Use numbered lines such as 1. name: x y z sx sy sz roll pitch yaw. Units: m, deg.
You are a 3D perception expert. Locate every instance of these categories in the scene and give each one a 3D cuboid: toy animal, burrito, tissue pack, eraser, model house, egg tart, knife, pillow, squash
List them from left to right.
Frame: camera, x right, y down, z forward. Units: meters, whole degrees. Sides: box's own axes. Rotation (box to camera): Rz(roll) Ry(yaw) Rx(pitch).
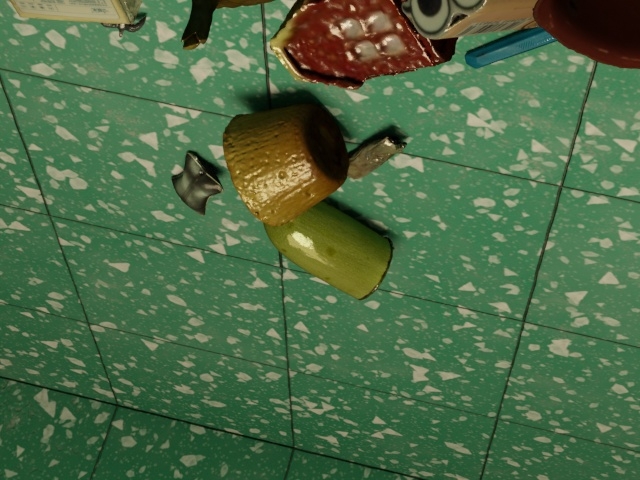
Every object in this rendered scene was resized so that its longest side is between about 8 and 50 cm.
1. tissue pack: -0.375 -0.398 1.961 0.196 0.092 0.148 8 149 18
2. toy animal: -0.315 -0.344 2.087 0.084 0.028 0.050 10 149 7
3. pillow: -0.229 -0.102 2.433 0.091 0.055 0.136 27 148 -13
4. egg tart: -0.046 -0.137 2.168 0.147 0.202 0.202 -21 136 28
5. squash: 0.000 0.000 2.414 0.247 0.132 0.132 28 149 -21
6. model house: 0.056 -0.318 1.754 0.254 0.196 0.160 -9 131 34
7. burrito: 0.086 -0.142 2.216 0.051 0.042 0.171 18 154 -23
8. eraser: 0.260 -0.313 1.618 0.290 0.087 0.171 -13 173 -36
9. knife: 0.315 -0.294 1.854 0.044 0.026 0.296 39 147 -30

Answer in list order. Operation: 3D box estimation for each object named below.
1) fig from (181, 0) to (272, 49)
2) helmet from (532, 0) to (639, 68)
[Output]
1. fig: -0.130 -0.372 1.613 0.286 0.368 0.286 11 140 9
2. helmet: 0.405 -0.357 1.456 0.385 0.230 0.337 5 163 -28
